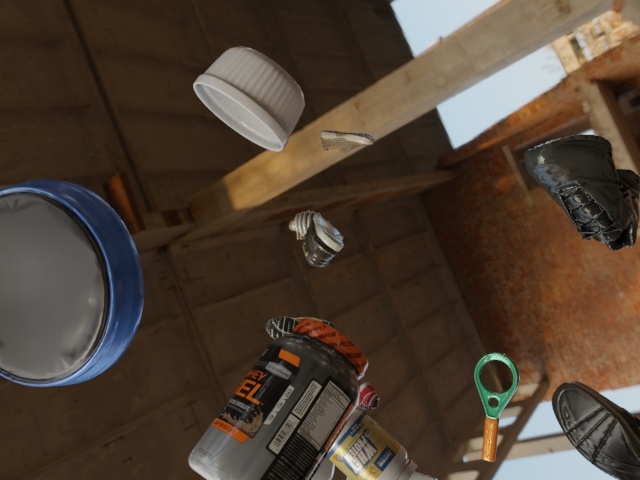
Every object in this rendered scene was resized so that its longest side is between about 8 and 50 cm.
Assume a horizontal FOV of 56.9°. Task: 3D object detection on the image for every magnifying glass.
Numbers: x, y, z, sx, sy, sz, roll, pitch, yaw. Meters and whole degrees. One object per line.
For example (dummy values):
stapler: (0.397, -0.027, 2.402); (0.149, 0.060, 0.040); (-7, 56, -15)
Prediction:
magnifying glass: (0.371, 0.355, 1.264); (0.026, 0.092, 0.230); (2, -86, -59)

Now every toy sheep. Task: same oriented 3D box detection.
toy sheep: (-0.033, -0.048, 1.800); (0.091, 0.132, 0.091); (-2, -90, -77)

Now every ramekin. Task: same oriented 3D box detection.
ramekin: (-0.128, -0.275, 1.136); (0.207, 0.207, 0.109); (40, -99, -33)

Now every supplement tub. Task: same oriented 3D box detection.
supplement tub: (0.118, 0.523, 1.434); (0.200, 0.144, 0.144); (39, -150, 14)
supplement tub: (-0.065, 0.325, 1.096); (0.207, 0.207, 0.338); (48, -117, -23)

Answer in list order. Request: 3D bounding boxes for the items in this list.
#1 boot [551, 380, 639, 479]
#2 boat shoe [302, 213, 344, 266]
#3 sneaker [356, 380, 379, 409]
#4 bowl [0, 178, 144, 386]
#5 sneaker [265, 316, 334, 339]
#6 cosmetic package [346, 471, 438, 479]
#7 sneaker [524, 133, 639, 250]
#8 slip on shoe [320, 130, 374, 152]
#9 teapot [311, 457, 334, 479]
boot: (0.747, 0.446, 1.386); (0.377, 0.138, 0.284); (40, -146, 26)
boat shoe: (0.000, 0.000, 1.233); (0.081, 0.068, 0.228); (38, -172, -5)
sneaker: (0.103, 0.429, 1.527); (0.067, 0.118, 0.042); (45, -164, 27)
bowl: (-0.513, 0.082, 1.084); (0.390, 0.391, 0.077); (66, -163, 2)
sneaker: (-0.068, 0.273, 1.819); (0.209, 0.094, 0.081); (7, -88, -11)
cosmetic package: (0.172, 0.698, 1.520); (0.138, 0.224, 0.224); (55, -131, -60)
sneaker: (0.418, -0.068, 0.907); (0.287, 0.109, 0.130); (20, -116, -33)
slip on shoe: (0.053, -0.196, 1.186); (0.052, 0.135, 0.041); (-14, -69, -46)
teapot: (-0.069, 0.615, 1.756); (0.256, 0.253, 0.186); (24, -113, -73)
